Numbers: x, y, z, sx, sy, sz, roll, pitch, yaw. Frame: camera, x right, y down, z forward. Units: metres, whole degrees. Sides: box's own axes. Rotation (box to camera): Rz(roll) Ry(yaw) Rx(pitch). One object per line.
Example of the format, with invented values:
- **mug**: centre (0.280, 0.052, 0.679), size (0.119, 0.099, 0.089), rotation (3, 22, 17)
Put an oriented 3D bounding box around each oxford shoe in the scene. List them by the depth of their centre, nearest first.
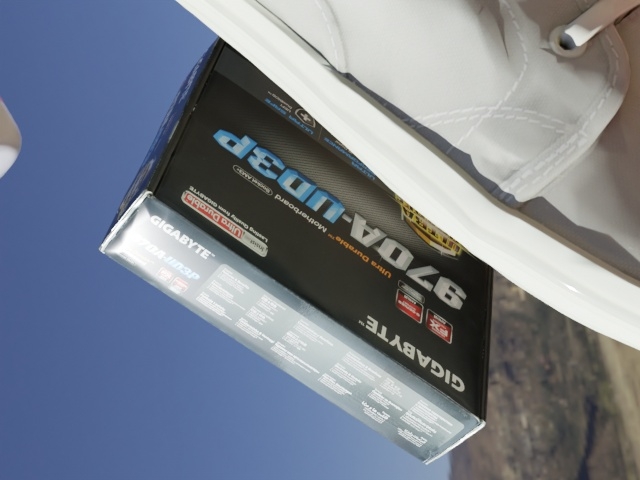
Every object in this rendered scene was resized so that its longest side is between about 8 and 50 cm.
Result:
- **oxford shoe**: centre (0.080, -0.095, 0.488), size (0.169, 0.449, 0.130), rotation (-28, -28, -52)

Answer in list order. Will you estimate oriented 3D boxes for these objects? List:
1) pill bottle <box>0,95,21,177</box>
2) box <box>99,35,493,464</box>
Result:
- **pill bottle**: centre (-0.186, -0.085, 0.349), size (0.193, 0.108, 0.108), rotation (58, -171, -1)
- **box**: centre (0.000, 0.000, 0.650), size (0.220, 0.051, 0.175), rotation (35, -146, -15)
